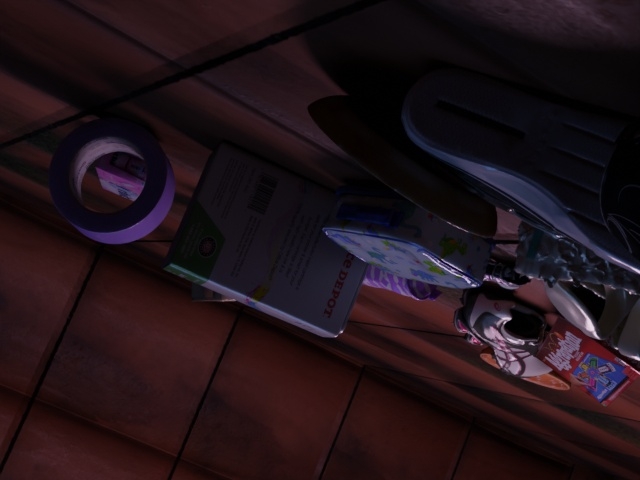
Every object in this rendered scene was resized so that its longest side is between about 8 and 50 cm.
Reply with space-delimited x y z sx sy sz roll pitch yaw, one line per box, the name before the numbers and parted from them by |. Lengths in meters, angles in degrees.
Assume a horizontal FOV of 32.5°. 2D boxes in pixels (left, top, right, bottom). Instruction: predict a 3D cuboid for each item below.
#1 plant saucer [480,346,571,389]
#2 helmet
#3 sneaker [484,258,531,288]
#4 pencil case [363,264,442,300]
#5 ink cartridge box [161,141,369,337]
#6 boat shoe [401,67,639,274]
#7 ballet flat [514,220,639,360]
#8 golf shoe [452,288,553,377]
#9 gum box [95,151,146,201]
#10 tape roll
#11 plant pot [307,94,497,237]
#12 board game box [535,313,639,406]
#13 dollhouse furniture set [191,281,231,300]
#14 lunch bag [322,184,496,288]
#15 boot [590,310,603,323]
plant saucer | 0.438 0.264 2.327 0.200 0.037 0.200 21 170 4
helmet | 0.321 -0.025 0.865 0.169 0.169 0.161 34 -179 -45
sneaker | 0.267 0.044 1.631 0.098 0.038 0.069 16 170 -16
pencil case | 0.106 0.049 1.825 0.206 0.086 0.088 10 129 53
ink cartridge box | -0.071 0.004 1.666 0.278 0.201 0.117 24 170 -11
boat shoe | 0.236 -0.063 1.031 0.335 0.121 0.119 31 179 15
ballet flat | 0.358 0.064 1.295 0.409 0.147 0.147 30 167 -35
golf shoe | 0.349 0.172 1.909 0.273 0.105 0.120 30 159 -37
gum box | -0.337 -0.118 1.970 0.107 0.062 0.188 23 169 -3
tape roll | -0.330 -0.094 1.746 0.189 0.189 0.080 21 168 7
plant pot | 0.093 -0.085 1.142 0.236 0.032 0.236 33 -164 -10
board game box | 0.419 0.186 1.722 0.145 0.027 0.281 37 168 14
dollhouse furniture set | -0.072 0.036 2.219 0.355 0.174 0.303 1 177 -21
lunch bag | 0.120 -0.008 1.525 0.176 0.090 0.219 30 167 -37
boot | 0.500 0.190 1.757 0.189 0.076 0.208 33 168 27
